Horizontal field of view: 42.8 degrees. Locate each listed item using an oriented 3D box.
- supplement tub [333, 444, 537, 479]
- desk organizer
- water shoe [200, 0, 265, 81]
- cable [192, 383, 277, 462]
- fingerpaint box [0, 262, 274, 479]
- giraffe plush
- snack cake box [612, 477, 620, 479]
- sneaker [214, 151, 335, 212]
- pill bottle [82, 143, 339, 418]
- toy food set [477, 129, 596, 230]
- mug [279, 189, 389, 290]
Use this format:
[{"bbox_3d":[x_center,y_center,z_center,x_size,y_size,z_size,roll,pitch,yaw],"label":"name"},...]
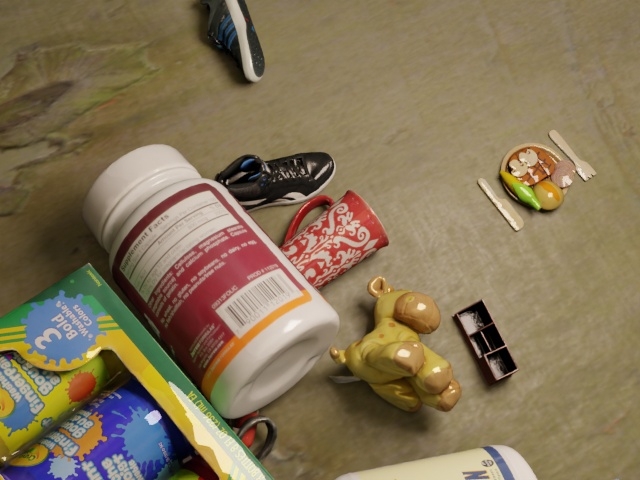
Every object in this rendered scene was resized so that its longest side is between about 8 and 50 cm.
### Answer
[{"bbox_3d":[0.136,0.424,1.120,0.324,0.235,0.236,-9,71,-7],"label":"supplement tub"},{"bbox_3d":[0.267,0.164,1.317,0.047,0.050,0.130,-22,73,-11],"label":"desk organizer"},{"bbox_3d":[-0.160,-0.367,1.481,0.080,0.073,0.203,-22,72,17],"label":"water shoe"},{"bbox_3d":[-0.149,0.363,1.234,0.139,0.072,0.288,10,82,-12],"label":"cable"},{"bbox_3d":[-0.312,0.311,1.028,0.371,0.163,0.445,-36,78,-31],"label":"fingerpaint box"},{"bbox_3d":[0.128,0.152,1.275,0.210,0.181,0.171,4,54,34],"label":"giraffe plush"},{"bbox_3d":[0.412,0.432,1.116,0.089,0.264,0.152,-32,75,14],"label":"snack cake box"},{"bbox_3d":[-0.070,-0.108,1.355,0.216,0.121,0.079,-21,74,-11],"label":"sneaker"},{"bbox_3d":[-0.175,0.051,1.229,0.224,0.224,0.392,-37,68,-15],"label":"pill bottle"},{"bbox_3d":[0.382,-0.116,1.430,0.192,0.038,0.132,-35,76,-14],"label":"toy food set"},{"bbox_3d":[0.006,0.008,1.345,0.169,0.150,0.113,-37,113,-10],"label":"mug"}]
